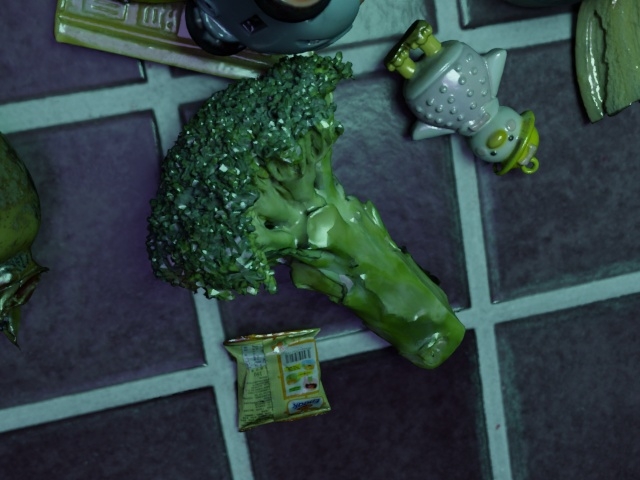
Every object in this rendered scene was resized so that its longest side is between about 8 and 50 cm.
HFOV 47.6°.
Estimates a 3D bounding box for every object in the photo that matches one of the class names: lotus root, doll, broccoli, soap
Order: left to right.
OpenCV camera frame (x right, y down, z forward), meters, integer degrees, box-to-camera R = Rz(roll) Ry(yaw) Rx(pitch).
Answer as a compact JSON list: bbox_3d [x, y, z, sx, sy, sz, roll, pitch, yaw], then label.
[{"bbox_3d":[-0.336,-0.031,0.660,0.154,0.154,0.278,-34,104,-2],"label":"lotus root"},{"bbox_3d":[-0.129,-0.214,0.711,0.252,0.037,0.092,10,98,-12],"label":"soap"},{"bbox_3d":[-0.012,0.017,0.716,0.252,0.221,0.361,-39,114,-20],"label":"broccoli"},{"bbox_3d":[0.154,-0.139,0.754,0.207,0.081,0.129,39,112,-17],"label":"doll"},{"bbox_3d":[0.356,-0.214,0.775,0.159,0.095,0.135,-12,101,34],"label":"lotus root"}]

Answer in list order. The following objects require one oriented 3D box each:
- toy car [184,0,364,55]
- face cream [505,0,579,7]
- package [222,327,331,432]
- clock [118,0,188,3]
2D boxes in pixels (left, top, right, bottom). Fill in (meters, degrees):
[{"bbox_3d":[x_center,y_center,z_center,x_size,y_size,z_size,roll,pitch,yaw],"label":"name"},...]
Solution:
[{"bbox_3d":[-0.052,-0.287,0.561,0.270,0.180,0.212,43,76,-23],"label":"toy car"},{"bbox_3d":[0.243,-0.320,0.695,0.177,0.153,0.177,-2,102,-11],"label":"face cream"},{"bbox_3d":[-0.047,0.153,0.803,0.108,0.031,0.121,-9,108,-7],"label":"package"},{"bbox_3d":[-0.155,-0.360,0.637,0.277,0.071,0.293,-36,99,-7],"label":"clock"}]
